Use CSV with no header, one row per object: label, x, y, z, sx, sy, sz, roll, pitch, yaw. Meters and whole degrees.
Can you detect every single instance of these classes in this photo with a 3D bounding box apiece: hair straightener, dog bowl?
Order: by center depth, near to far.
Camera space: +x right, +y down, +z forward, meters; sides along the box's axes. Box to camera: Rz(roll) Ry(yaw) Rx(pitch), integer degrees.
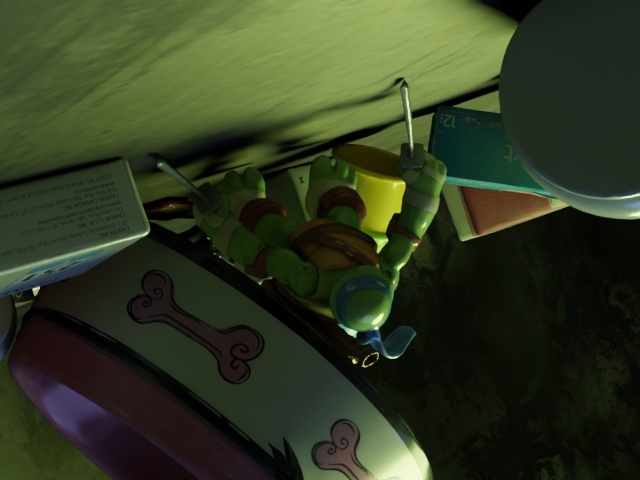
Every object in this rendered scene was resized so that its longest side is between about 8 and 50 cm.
dog bowl,-0.107,0.160,1.326,0.150,0.408,0.408,-51,-170,-20
hair straightener,-0.133,0.004,1.538,0.047,0.089,0.230,-21,178,5

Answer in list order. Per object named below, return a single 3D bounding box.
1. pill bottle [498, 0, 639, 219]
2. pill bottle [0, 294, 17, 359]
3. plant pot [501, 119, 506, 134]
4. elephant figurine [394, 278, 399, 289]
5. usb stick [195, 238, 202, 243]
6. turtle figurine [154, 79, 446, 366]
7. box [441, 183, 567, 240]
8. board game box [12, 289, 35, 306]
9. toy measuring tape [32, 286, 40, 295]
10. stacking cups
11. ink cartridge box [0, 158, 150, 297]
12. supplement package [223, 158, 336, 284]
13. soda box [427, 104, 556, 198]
pill bottle,0.207,-0.096,0.981,0.162,0.162,0.278,-19,178,18
pill bottle,-0.336,0.075,1.333,0.112,0.112,0.187,-17,177,-24
plant pot,0.248,-0.122,1.350,0.095,0.134,0.134,-46,-168,-30
elephant figurine,0.000,0.000,1.918,0.186,0.169,0.239,17,175,-32
usb stick,-0.123,-0.003,1.989,0.278,0.045,0.077,-16,170,-37
turtle figurine,-0.005,-0.046,1.265,0.198,0.274,0.266,-40,-160,-4
box,0.287,-0.095,2.010,0.148,0.127,0.232,-18,177,-28
board game box,-0.457,0.090,1.598,0.243,0.042,0.165,-19,177,22
toy measuring tape,-0.275,0.070,1.665,0.121,0.121,0.330,-17,177,-30
stacking cups,0.021,0.065,1.499,0.096,0.316,0.096,13,-162,-4
ink cartridge box,-0.312,0.030,1.081,0.296,0.066,0.261,-16,176,-34
supplement package,-0.029,-0.018,1.628,0.105,0.105,0.179,-15,176,-37
soda box,0.211,-0.081,1.442,0.210,0.071,0.067,8,177,1
